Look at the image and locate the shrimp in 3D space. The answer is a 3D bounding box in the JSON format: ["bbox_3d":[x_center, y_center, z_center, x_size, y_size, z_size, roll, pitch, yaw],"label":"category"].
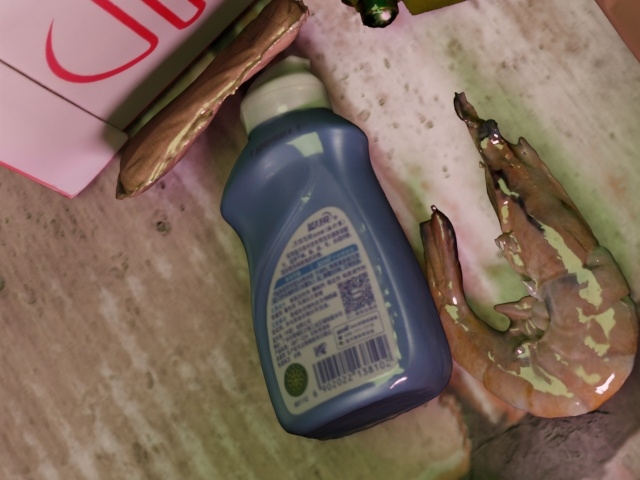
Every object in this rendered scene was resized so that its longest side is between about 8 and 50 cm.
[{"bbox_3d":[0.139,0.019,1.266,0.145,0.059,0.254,-40,76,19],"label":"shrimp"}]

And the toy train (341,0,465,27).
[{"bbox_3d":[0.056,-0.283,1.331,0.137,0.090,0.225,-15,76,8],"label":"toy train"}]

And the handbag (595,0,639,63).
[{"bbox_3d":[0.348,-0.148,1.127,0.149,0.283,0.302,-64,34,33],"label":"handbag"}]

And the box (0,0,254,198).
[{"bbox_3d":[-0.250,-0.266,1.308,0.300,0.312,0.314,-44,69,6],"label":"box"}]

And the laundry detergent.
[{"bbox_3d":[0.000,0.000,1.298,0.143,0.094,0.290,-26,70,31],"label":"laundry detergent"}]

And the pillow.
[{"bbox_3d":[-0.088,-0.115,1.331,0.211,0.135,0.034,-45,103,6],"label":"pillow"}]
